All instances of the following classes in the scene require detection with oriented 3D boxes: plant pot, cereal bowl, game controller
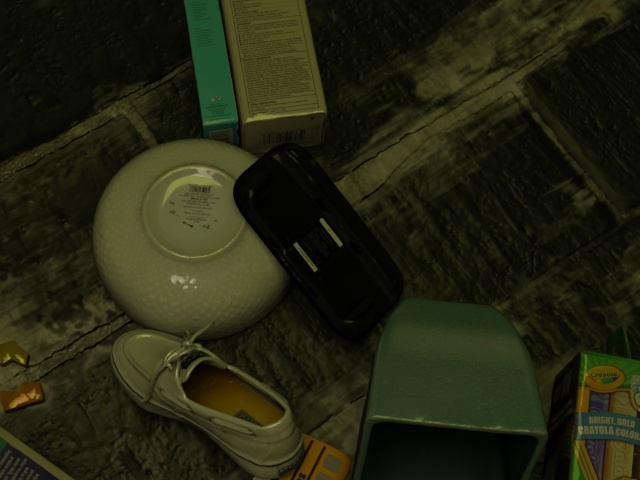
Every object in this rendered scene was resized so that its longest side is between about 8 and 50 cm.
[{"bbox_3d":[0.179,0.228,1.681,0.247,0.247,0.252,5,50,-2],"label":"plant pot"},{"bbox_3d":[-0.197,-0.019,1.803,0.339,0.141,0.339,1,69,-3],"label":"cereal bowl"},{"bbox_3d":[0.000,0.000,1.785,0.166,0.067,0.319,-42,98,-29],"label":"game controller"}]

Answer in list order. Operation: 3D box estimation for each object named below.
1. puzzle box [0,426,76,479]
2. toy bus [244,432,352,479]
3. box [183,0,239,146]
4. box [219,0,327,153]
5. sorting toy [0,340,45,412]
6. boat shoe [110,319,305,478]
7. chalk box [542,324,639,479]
[{"bbox_3d":[-0.483,0.472,1.540,0.052,0.272,0.409,6,57,47],"label":"puzzle box"},{"bbox_3d":[-0.081,0.433,1.605,0.130,0.108,0.332,25,54,5],"label":"toy bus"},{"bbox_3d":[-0.184,-0.283,1.931,0.060,0.100,0.244,-8,68,-6],"label":"box"},{"bbox_3d":[-0.086,-0.317,1.939,0.148,0.121,0.311,-7,69,-6],"label":"box"},{"bbox_3d":[-0.591,0.217,1.735,0.307,0.041,0.229,-16,70,-10],"label":"sorting toy"},{"bbox_3d":[-0.178,0.196,1.650,0.367,0.156,0.136,31,53,34],"label":"boat shoe"},{"bbox_3d":[0.445,0.276,1.703,0.179,0.180,0.289,12,69,1],"label":"chalk box"}]
